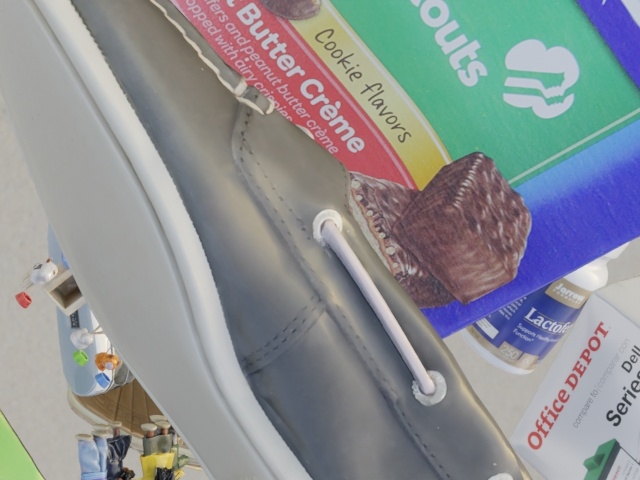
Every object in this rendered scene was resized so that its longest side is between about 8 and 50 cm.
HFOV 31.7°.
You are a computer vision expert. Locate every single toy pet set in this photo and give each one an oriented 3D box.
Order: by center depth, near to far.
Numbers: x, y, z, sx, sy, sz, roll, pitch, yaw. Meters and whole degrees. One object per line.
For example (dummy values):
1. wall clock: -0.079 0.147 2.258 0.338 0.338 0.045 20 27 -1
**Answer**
1. toy pet set: -0.217 0.054 1.053 0.065 0.114 0.122 -37 115 4

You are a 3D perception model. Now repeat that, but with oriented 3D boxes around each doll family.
1. doll family: -0.228 0.276 1.344 0.193 0.076 0.111 -1 95 -36

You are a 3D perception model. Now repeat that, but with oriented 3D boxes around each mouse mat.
1. mouse mat: -0.443 0.311 1.503 0.007 0.153 0.190 -10 118 27

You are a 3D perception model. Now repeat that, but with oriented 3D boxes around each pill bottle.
1. pill bottle: 0.332 0.061 1.692 0.153 0.153 0.265 20 118 -29

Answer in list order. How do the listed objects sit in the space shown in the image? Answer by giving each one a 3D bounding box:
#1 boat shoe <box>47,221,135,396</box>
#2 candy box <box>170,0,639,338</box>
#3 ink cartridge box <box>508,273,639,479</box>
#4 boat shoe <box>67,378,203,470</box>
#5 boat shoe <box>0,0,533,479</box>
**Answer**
1. boat shoe: -0.291 0.054 1.529 0.105 0.113 0.306 -10 96 -49
2. candy box: 0.064 -0.116 0.509 0.317 0.122 0.268 -30 104 18
3. ink cartridge box: 0.264 0.151 0.816 0.092 0.219 0.160 -10 131 -45
4. boat shoe: -0.278 0.307 1.844 0.341 0.122 0.110 30 131 -30
5. boat shoe: -0.005 0.037 0.396 0.095 0.112 0.335 -31 95 -28
